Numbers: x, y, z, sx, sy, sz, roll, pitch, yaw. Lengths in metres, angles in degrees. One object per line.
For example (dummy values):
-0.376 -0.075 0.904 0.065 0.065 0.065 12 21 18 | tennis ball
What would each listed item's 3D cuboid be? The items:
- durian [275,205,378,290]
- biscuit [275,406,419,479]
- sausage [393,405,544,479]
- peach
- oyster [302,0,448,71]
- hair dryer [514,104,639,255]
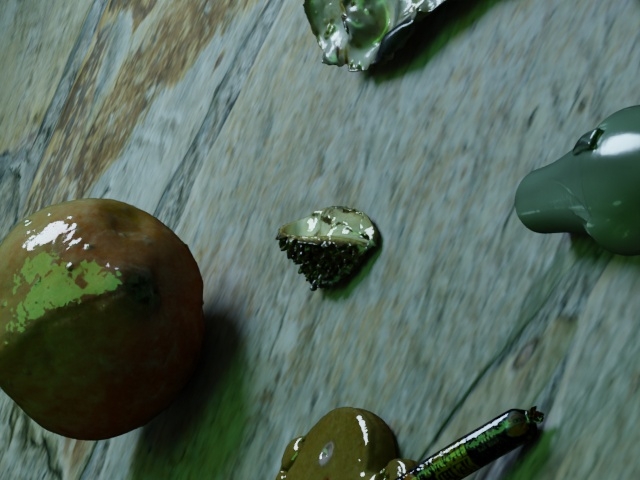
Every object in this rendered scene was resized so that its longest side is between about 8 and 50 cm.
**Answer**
0.007 0.007 1.528 0.066 0.052 0.130 -33 22 -18 | durian
0.013 0.211 1.332 0.184 0.035 0.249 -56 27 23 | biscuit
0.068 0.160 1.230 0.198 0.025 0.028 -36 45 27 | sausage
-0.200 0.065 1.668 0.232 0.232 0.233 -45 33 40 | peach
0.091 -0.226 1.508 0.345 0.078 0.129 -23 70 54 | oyster
0.209 -0.092 1.176 0.229 0.092 0.267 -37 24 57 | hair dryer
